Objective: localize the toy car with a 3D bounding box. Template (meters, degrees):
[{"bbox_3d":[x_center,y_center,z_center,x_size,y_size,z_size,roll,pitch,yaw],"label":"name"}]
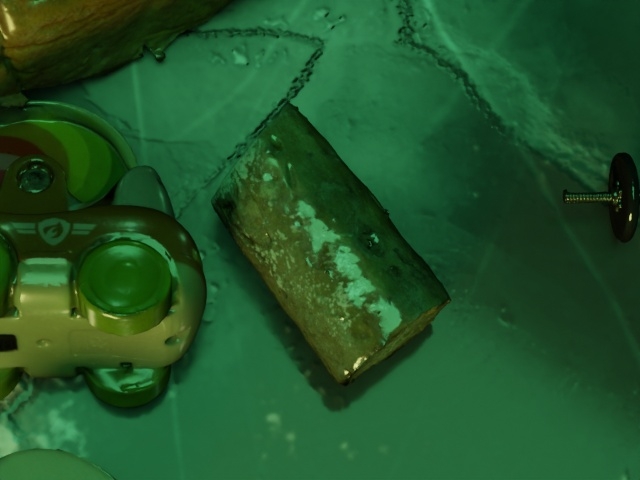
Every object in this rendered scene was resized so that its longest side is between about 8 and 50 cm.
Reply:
[{"bbox_3d":[-0.193,-0.005,1.270,0.235,0.145,0.235,2,58,-4],"label":"toy car"}]

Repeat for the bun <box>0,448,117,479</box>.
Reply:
[{"bbox_3d":[-0.195,0.220,1.223,0.138,0.094,0.138,20,45,-22],"label":"bun"}]

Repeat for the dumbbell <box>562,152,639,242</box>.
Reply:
[{"bbox_3d":[0.255,-0.033,1.327,0.147,0.069,0.069,-1,75,-3],"label":"dumbbell"}]

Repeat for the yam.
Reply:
[{"bbox_3d":[0.000,0.000,1.284,0.107,0.107,0.194,-35,79,-11],"label":"yam"}]

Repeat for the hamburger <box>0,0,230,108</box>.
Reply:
[{"bbox_3d":[-0.161,-0.223,1.307,0.282,0.245,0.155,-11,63,-52],"label":"hamburger"}]
